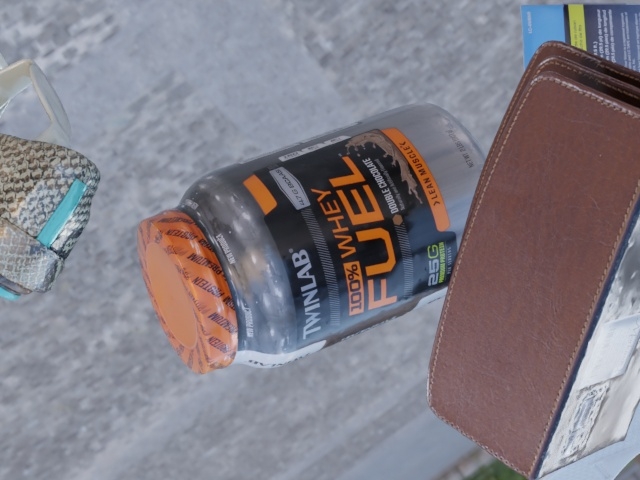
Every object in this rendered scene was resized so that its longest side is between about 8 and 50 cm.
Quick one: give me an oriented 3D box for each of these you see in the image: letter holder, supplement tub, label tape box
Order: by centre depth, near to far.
[{"bbox_3d":[0.178,0.002,1.000,0.152,0.214,0.301,-9,122,-48],"label":"letter holder"},{"bbox_3d":[0.000,0.000,1.232,0.338,0.207,0.207,-22,156,-22],"label":"supplement tub"},{"bbox_3d":[0.493,-0.265,2.036,0.348,0.249,0.115,-2,176,-9],"label":"label tape box"}]

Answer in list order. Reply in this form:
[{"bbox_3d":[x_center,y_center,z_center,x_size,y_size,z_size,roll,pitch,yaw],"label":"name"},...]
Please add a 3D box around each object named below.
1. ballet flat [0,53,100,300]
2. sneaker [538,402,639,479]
[{"bbox_3d":[-0.341,-0.107,1.173,0.182,0.483,0.164,-53,133,-5],"label":"ballet flat"},{"bbox_3d":[0.317,0.151,1.294,0.105,0.147,0.296,20,131,-23],"label":"sneaker"}]
